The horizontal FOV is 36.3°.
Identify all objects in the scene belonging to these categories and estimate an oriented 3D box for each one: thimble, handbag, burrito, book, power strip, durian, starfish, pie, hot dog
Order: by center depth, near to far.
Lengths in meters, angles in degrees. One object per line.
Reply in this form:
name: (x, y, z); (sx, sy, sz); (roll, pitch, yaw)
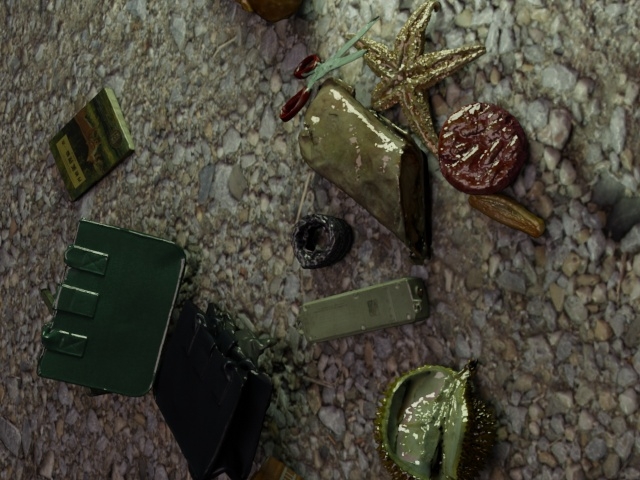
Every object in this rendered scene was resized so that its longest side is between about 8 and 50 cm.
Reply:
hot dog: (0.295, -0.047, 1.538); (0.137, 0.028, 0.044); (29, 123, 34)
pie: (0.252, -0.144, 1.545); (0.154, 0.036, 0.154); (-5, 79, 26)
durian: (0.190, 0.305, 1.572); (0.193, 0.138, 0.237); (28, 65, 26)
starfish: (0.164, -0.276, 1.623); (0.231, 0.048, 0.295); (-42, 68, 30)
burrito: (0.087, -0.130, 1.652); (0.348, 0.107, 0.175); (47, 134, 29)
power strip: (0.072, 0.124, 1.701); (0.272, 0.052, 0.078); (-17, 81, 38)
thimble: (0.001, -0.002, 1.744); (0.104, 0.066, 0.095); (-47, 66, 25)
handbag: (-0.193, 0.265, 1.824); (0.326, 0.118, 0.269); (44, 119, 52)
handbag: (-0.414, 0.135, 1.939); (0.089, 0.238, 0.326); (-165, 91, -76)
book: (-0.506, -0.209, 2.155); (0.228, 0.024, 0.160); (-34, 74, 33)

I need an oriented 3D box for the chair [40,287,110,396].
chair: (-0.457, 0.170, 2.054); (0.147, 0.136, 0.270); (-46, 63, 30)

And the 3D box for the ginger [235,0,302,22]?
ginger: (-0.140, -0.584, 1.771); (0.254, 0.176, 0.418); (-51, 57, 33)

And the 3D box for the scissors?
scissors: (0.014, -0.300, 1.677); (0.248, 0.017, 0.144); (-27, 39, 50)

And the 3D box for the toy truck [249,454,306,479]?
toy truck: (-0.145, 0.546, 1.807); (0.136, 0.162, 0.305); (36, 116, -3)
